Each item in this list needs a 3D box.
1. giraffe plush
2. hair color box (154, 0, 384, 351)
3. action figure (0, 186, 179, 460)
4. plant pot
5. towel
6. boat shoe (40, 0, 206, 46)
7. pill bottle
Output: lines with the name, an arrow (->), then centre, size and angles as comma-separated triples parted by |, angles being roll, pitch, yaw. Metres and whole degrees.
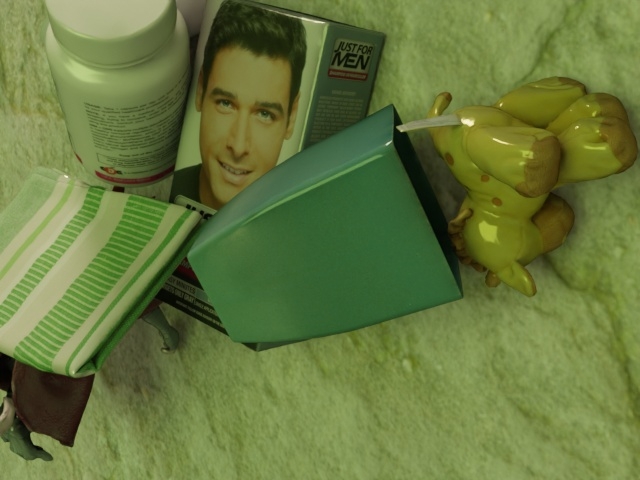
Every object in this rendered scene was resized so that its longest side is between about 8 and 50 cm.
giraffe plush -> 0.185, -0.043, 0.894 | 0.210, 0.181, 0.170 | -4, 118, 9
hair color box -> -0.069, -0.081, 1.102 | 0.185, 0.114, 0.374 | 23, 106, 34
action figure -> -0.340, 0.077, 1.216 | 0.248, 0.276, 0.370 | 19, 82, 28
plant pot -> 0.000, 0.000, 0.946 | 0.234, 0.165, 0.165 | -23, 107, 13
towel -> -0.311, 0.028, 1.119 | 0.325, 0.038, 0.247 | 15, 61, 38
boat shoe -> -0.238, -0.300, 1.222 | 0.301, 0.102, 0.108 | -12, 125, 37
pill bottle -> -0.231, -0.197, 1.103 | 0.160, 0.160, 0.283 | 55, 161, 20
